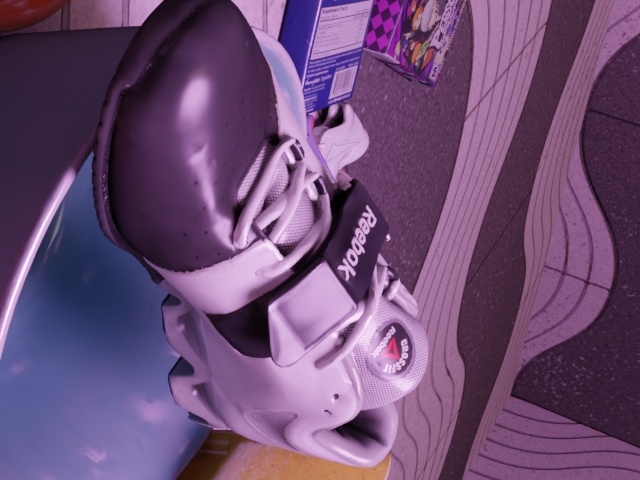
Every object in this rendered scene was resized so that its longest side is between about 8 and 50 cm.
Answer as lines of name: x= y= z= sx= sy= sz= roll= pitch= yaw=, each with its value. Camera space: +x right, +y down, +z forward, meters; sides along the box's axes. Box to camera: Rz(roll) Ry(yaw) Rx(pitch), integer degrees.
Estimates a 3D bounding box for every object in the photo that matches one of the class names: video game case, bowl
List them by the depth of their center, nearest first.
bowl: x=-0.150 y=0.005 z=0.650 sx=0.311 sy=0.163 sz=0.311 roll=-55 pitch=158 yaw=-36
video game case: x=0.126 y=-0.300 z=1.271 sx=0.210 sy=0.042 sz=0.232 roll=9 pitch=102 yaw=-70

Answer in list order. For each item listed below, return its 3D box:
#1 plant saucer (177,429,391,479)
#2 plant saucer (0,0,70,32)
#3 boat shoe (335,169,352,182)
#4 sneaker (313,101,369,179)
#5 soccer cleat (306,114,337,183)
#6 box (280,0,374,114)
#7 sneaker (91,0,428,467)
plant saucer: x=-0.154 y=0.242 z=0.768 sx=0.081 sy=0.333 sz=0.332 roll=51 pitch=58 yaw=-20
plant saucer: x=-0.161 y=-0.208 z=0.584 sx=0.200 sy=0.037 sz=0.200 roll=-53 pitch=155 yaw=-38
boat shoe: x=-0.024 y=0.004 z=1.191 sx=0.065 sy=0.075 sz=0.206 roll=-25 pitch=-152 yaw=47
sneaker: x=-0.004 y=-0.080 z=1.151 sx=0.152 sy=0.054 sz=0.061 roll=-60 pitch=144 yaw=-31
soccer cleat: x=0.000 y=0.000 z=1.083 sx=0.095 sy=0.083 sz=0.248 roll=-46 pitch=125 yaw=-39
box: x=0.016 y=-0.233 z=1.046 sx=0.136 sy=0.036 sz=0.225 roll=-31 pitch=140 yaw=-62
sneaker: x=-0.010 y=0.012 z=0.573 sx=0.122 sy=0.146 sz=0.330 roll=-57 pitch=156 yaw=-27
